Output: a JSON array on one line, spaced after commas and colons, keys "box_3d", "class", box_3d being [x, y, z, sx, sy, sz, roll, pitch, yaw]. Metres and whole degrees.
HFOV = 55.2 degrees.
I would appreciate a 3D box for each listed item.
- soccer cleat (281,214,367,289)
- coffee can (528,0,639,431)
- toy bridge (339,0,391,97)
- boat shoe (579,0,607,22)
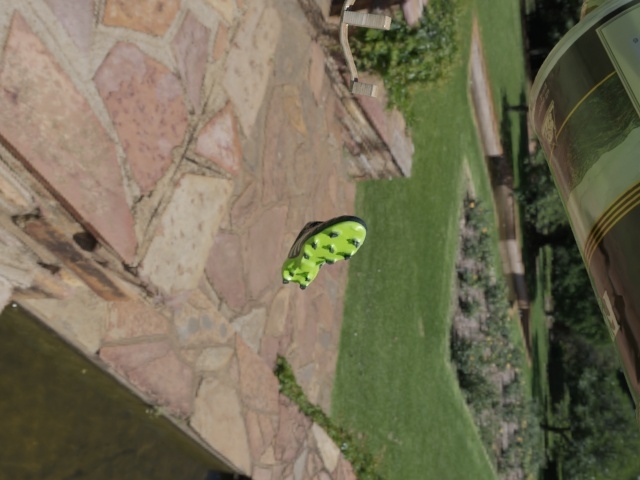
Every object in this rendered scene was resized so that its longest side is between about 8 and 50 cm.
[{"box_3d": [0.000, 0.000, 0.739, 0.060, 0.179, 0.072, 22, 59, -19], "class": "soccer cleat"}, {"box_3d": [0.279, -0.022, 0.419, 0.201, 0.201, 0.275, 56, 24, -51], "class": "coffee can"}, {"box_3d": [0.058, -0.283, 0.784, 0.026, 0.063, 0.188, -26, 128, -65], "class": "toy bridge"}, {"box_3d": [0.360, -0.239, 0.571, 0.080, 0.223, 0.073, -40, 129, -81], "class": "boat shoe"}]
